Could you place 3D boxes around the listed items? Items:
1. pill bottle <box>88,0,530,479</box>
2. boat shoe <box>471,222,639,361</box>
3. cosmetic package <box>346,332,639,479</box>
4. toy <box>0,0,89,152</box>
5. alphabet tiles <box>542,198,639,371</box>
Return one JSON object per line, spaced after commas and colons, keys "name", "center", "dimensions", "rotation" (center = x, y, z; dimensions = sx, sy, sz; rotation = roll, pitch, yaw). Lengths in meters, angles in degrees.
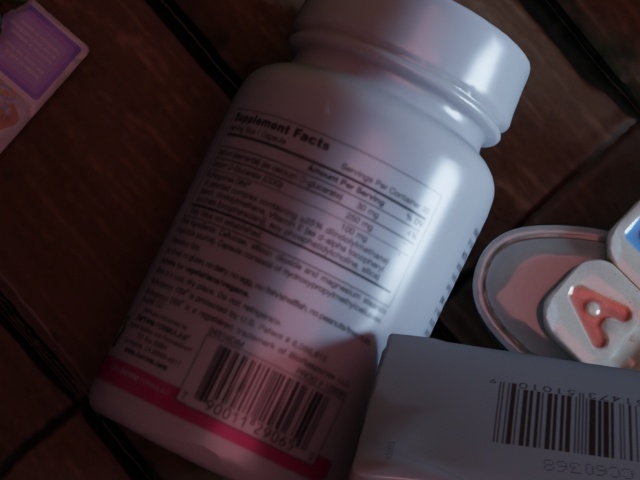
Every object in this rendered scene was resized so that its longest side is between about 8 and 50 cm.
{"name": "pill bottle", "center": [0.000, 0.000, 0.982], "dimensions": [0.160, 0.160, 0.283], "rotation": [27, 83, -9]}
{"name": "boat shoe", "center": [0.245, 0.075, 1.073], "dimensions": [0.335, 0.095, 0.112], "rotation": [17, 85, -5]}
{"name": "cosmetic package", "center": [0.112, 0.263, 0.903], "dimensions": [0.217, 0.156, 0.385], "rotation": [8, 113, 6]}
{"name": "toy", "center": [-0.258, -0.068, 0.987], "dimensions": [0.137, 0.056, 0.237], "rotation": [41, 81, -5]}
{"name": "alphabet tiles", "center": [0.279, 0.080, 1.012], "dimensions": [0.278, 0.021, 0.284], "rotation": [45, 77, 2]}
